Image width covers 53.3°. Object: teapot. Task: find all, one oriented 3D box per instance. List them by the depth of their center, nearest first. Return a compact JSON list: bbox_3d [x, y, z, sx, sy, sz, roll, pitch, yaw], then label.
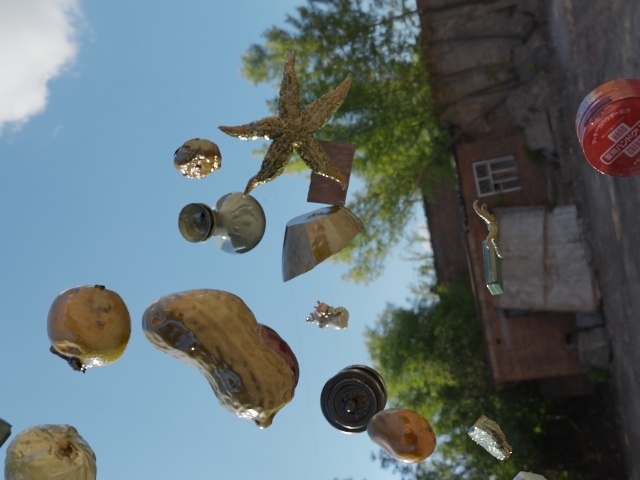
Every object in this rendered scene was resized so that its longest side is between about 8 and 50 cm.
[{"bbox_3d":[-0.273,-0.047,1.761,0.251,0.183,0.183,-5,-96,-63],"label":"teapot"}]

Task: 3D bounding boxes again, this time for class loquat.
[{"bbox_3d":[-0.637,0.243,1.757,0.244,0.244,0.244,-11,-90,-72],"label":"loquat"}]

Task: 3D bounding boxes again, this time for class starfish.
[{"bbox_3d":[-0.080,-0.282,1.557,0.078,0.347,0.358,-100,1,-82],"label":"starfish"},{"bbox_3d":[0.515,-0.040,1.931,0.217,0.050,0.223,66,-152,-26],"label":"starfish"}]

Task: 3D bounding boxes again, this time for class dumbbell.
[{"bbox_3d":[0.106,0.482,1.950,0.290,0.192,0.192,25,-124,-79],"label":"dumbbell"}]

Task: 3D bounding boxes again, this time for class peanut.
[{"bbox_3d":[-0.162,0.183,1.093,0.291,0.159,0.143,41,169,0],"label":"peanut"}]

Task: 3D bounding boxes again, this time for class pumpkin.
[{"bbox_3d":[-0.014,-0.011,1.381,0.110,0.217,0.217,60,-160,-3],"label":"pumpkin"}]

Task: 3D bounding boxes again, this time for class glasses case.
[{"bbox_3d":[0.583,0.088,2.154,0.078,0.039,0.184,49,-144,-43],"label":"glasses case"}]

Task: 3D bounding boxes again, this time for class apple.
[{"bbox_3d":[-0.211,0.414,2.016,0.235,0.306,0.305,-41,-55,-31],"label":"apple"}]

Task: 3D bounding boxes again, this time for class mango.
[{"bbox_3d":[0.184,0.432,1.435,0.089,0.165,0.115,24,-89,-45],"label":"mango"}]

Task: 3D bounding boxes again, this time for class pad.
[{"bbox_3d":[0.030,-0.186,1.781,0.006,0.113,0.187,-100,19,-64],"label":"pad"}]

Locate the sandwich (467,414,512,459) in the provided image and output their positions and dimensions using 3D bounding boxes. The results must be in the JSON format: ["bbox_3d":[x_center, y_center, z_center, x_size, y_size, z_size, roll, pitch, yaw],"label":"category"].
[{"bbox_3d":[0.393,0.451,1.453,0.036,0.105,0.093,-41,-18,-23],"label":"sandwich"}]

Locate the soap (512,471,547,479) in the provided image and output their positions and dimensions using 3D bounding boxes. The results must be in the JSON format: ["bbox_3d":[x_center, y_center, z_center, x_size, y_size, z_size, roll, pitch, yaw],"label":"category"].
[{"bbox_3d":[0.543,0.797,1.806,0.173,0.289,0.095,25,-165,-39],"label":"soap"}]

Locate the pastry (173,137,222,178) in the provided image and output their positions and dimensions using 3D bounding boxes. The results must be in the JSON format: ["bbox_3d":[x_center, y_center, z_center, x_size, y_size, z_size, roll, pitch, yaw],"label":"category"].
[{"bbox_3d":[-0.378,-0.251,1.969,0.081,0.153,0.153,65,-168,22],"label":"pastry"}]

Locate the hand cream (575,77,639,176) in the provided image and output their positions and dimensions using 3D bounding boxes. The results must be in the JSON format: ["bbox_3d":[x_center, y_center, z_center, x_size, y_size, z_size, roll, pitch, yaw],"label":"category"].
[{"bbox_3d":[0.660,-0.247,1.387,0.125,0.193,0.193,-71,-35,-57],"label":"hand cream"}]

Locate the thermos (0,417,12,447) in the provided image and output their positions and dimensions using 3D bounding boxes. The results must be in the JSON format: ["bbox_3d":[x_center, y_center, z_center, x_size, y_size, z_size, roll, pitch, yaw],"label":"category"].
[{"bbox_3d":[-0.788,0.365,1.279,0.286,0.182,0.145,39,-160,-11],"label":"thermos"}]

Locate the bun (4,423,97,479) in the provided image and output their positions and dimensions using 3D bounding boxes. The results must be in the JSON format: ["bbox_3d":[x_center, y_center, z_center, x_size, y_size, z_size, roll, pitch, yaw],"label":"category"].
[{"bbox_3d":[-0.598,0.499,1.439,0.220,0.134,0.220,43,-162,-18],"label":"bun"}]

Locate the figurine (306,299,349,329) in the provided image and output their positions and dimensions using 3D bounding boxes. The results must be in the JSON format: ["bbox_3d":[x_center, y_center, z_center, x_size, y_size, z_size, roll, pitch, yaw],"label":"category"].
[{"bbox_3d":[0.015,0.226,2.013,0.081,0.146,0.098,-39,-49,-49],"label":"figurine"}]

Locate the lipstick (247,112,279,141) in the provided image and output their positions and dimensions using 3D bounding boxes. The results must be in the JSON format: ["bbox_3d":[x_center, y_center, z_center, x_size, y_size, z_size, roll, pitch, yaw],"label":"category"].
[{"bbox_3d":[-0.135,-0.304,1.672,0.040,0.141,0.040,157,90,-87],"label":"lipstick"}]
